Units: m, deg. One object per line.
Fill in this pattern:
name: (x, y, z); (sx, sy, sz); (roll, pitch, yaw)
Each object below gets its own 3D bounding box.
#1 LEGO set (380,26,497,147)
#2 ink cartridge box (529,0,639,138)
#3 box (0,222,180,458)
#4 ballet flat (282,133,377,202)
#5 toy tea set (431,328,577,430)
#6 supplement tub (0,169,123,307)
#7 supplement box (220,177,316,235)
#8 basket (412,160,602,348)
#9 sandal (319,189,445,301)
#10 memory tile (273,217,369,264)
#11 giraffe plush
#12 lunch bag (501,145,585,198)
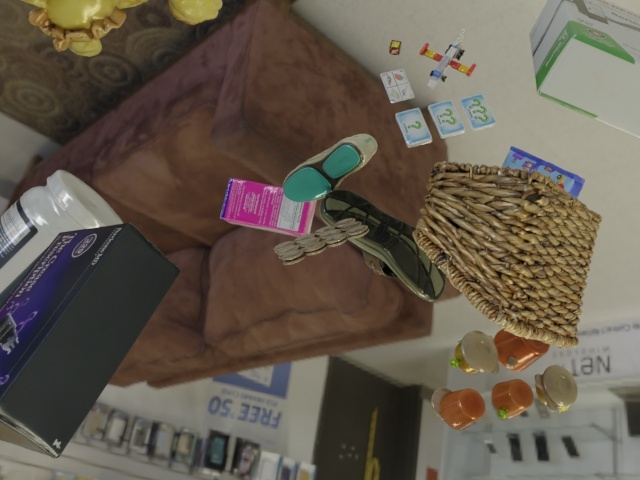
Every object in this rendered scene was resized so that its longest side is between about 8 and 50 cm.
LEGO set: (0.218, -0.310, 1.407); (0.182, 0.244, 0.060); (-15, 153, -4)
ink cartridge box: (0.356, -0.236, 0.927); (0.153, 0.208, 0.087); (21, 127, -4)
box: (-0.316, 0.111, 0.879); (0.184, 0.261, 0.103); (-3, 138, 42)
ballet flat: (0.020, -0.147, 1.451); (0.086, 0.086, 0.248); (28, 148, -30)
toy tea set: (0.351, 0.279, 1.476); (0.335, 0.200, 0.124); (-5, 157, -29)
supplement tub: (-0.505, 0.026, 1.312); (0.272, 0.191, 0.191); (-43, 137, 2)
supplement box: (-0.131, -0.081, 1.878); (0.219, 0.114, 0.111); (13, 176, 7)
basket: (0.265, 0.026, 1.099); (0.213, 0.223, 0.299); (11, 176, 38)
sandal: (0.125, 0.011, 1.458); (0.302, 0.120, 0.086); (38, 142, 3)
memory tile: (0.000, 0.000, 1.172); (0.148, 0.012, 0.113); (-21, -166, -10)
giraffe plush: (-0.211, -0.267, 0.739); (0.170, 0.210, 0.181); (-26, 133, 6)
lunch bag: (0.501, -0.068, 1.678); (0.138, 0.221, 0.293); (21, -167, -15)
